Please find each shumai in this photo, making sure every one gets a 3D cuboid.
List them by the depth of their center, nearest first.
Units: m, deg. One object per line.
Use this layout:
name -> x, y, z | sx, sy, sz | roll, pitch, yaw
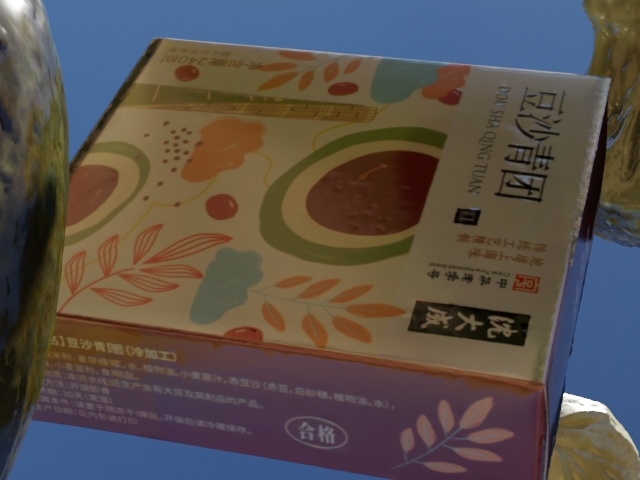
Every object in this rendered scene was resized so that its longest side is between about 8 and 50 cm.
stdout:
shumai -> 0.292, -0.126, 1.284 | 0.225, 0.222, 0.261 | -28, -160, 52

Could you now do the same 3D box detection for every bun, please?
bun -> 0.199, 0.237, 1.373 | 0.220, 0.134, 0.220 | -14, -127, 19

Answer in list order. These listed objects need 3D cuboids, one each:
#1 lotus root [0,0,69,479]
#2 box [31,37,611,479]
lotus root -> -0.251, 0.016, 0.686 | 0.250, 0.250, 0.346 | -17, -125, 33
box -> 0.000, 0.000, 1.038 | 0.385, 0.122, 0.345 | 7, -139, 14
